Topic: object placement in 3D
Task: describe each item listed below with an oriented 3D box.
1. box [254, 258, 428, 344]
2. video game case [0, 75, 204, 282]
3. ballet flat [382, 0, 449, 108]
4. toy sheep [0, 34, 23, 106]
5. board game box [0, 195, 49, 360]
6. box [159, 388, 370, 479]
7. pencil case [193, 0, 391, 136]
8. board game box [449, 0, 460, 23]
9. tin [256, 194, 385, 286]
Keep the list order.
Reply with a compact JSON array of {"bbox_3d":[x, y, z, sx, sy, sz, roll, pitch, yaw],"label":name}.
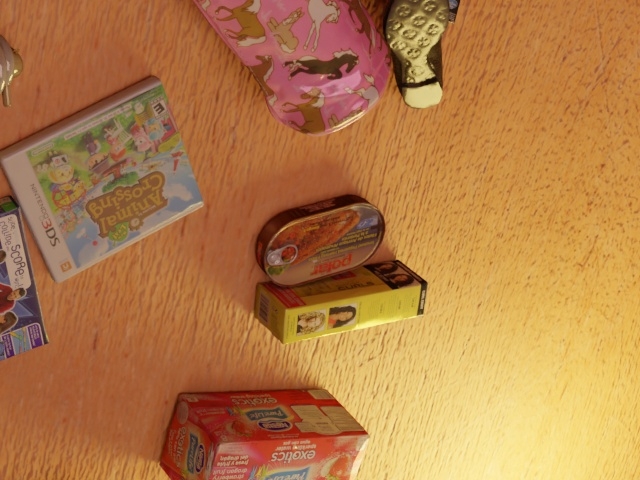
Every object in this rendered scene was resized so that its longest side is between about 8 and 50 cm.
[{"bbox_3d":[0.030,0.083,1.900,0.232,0.087,0.058,-9,119,-28],"label":"box"},{"bbox_3d":[-0.259,-0.072,1.651,0.212,0.023,0.193,-29,130,-17],"label":"video game case"},{"bbox_3d":[0.123,-0.257,1.730,0.084,0.058,0.250,-7,150,4],"label":"ballet flat"},{"bbox_3d":[-0.376,-0.183,1.464,0.132,0.091,0.091,-17,127,-46],"label":"toy sheep"},{"bbox_3d":[-0.406,0.058,1.622,0.136,0.035,0.201,-20,126,-23],"label":"board game box"},{"bbox_3d":[-0.078,0.293,1.924,0.257,0.128,0.122,2,115,-36],"label":"box"},{"bbox_3d":[-0.060,-0.285,1.570,0.386,0.167,0.160,49,42,-42],"label":"pencil case"},{"bbox_3d":[0.124,-0.390,1.694,0.194,0.060,0.194,14,107,-39],"label":"board game box"},{"bbox_3d":[0.000,0.000,1.862,0.190,0.040,0.106,-15,120,-26],"label":"tin"}]
